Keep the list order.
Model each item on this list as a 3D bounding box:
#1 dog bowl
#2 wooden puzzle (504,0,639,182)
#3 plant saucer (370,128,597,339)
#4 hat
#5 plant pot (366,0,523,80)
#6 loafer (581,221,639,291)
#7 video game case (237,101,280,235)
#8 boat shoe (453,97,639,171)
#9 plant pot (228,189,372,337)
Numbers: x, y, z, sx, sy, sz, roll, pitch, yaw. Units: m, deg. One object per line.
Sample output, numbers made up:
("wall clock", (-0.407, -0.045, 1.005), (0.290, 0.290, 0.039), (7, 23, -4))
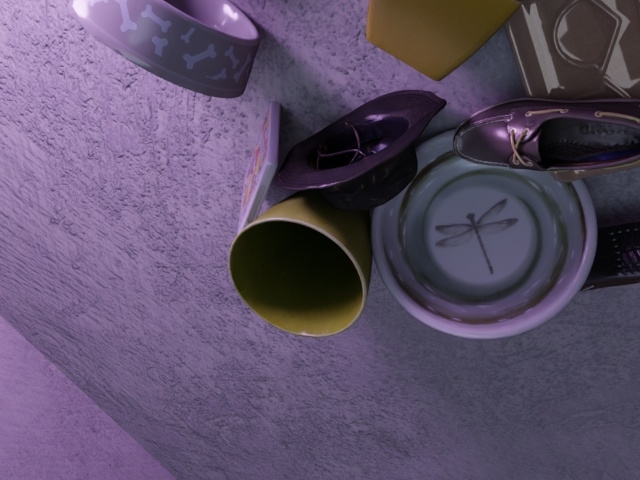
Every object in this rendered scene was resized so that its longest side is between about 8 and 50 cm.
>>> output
("dog bowl", (-0.259, -0.394, 0.961), (0.348, 0.349, 0.102), (36, 115, -4))
("wooden puzzle", (0.501, -0.279, 0.851), (0.347, 0.080, 0.322), (-13, 108, 37))
("plant saucer", (0.300, -0.013, 1.050), (0.400, 0.100, 0.401), (-3, 79, 15))
("hat", (0.087, -0.138, 1.000), (0.331, 0.331, 0.134), (-14, 119, 29))
("plant pot", (0.188, -0.386, 0.870), (0.212, 0.212, 0.187), (30, 140, 0))
("loafer", (0.489, 0.052, 1.078), (0.365, 0.134, 0.130), (-3, 159, 37))
("video game case", (-0.127, -0.144, 1.142), (0.026, 0.227, 0.206), (15, 130, -15))
("boat shoe", (0.362, -0.164, 0.888), (0.324, 0.096, 0.117), (4, 117, 31))
("plant pot", (0.000, 0.000, 1.140), (0.274, 0.293, 0.275), (11, 126, 16))
